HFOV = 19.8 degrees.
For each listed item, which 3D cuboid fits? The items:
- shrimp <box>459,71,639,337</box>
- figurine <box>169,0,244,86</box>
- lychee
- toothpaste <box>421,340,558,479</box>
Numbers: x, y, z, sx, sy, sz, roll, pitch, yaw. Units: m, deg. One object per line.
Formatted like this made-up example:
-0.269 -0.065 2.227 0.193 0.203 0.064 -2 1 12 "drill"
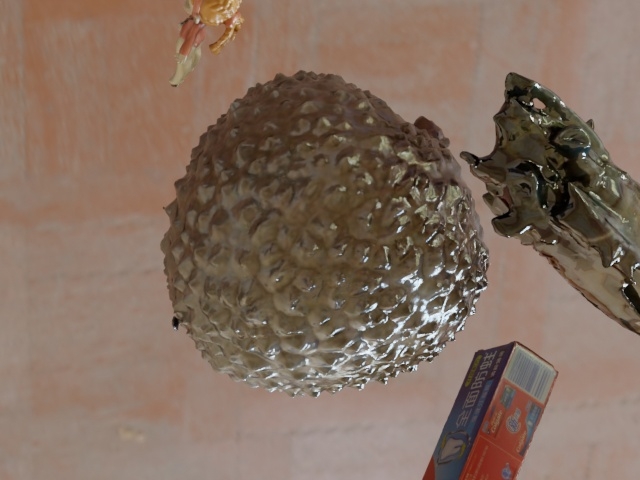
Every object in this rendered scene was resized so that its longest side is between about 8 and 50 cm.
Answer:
0.162 -0.006 1.014 0.289 0.178 0.075 35 96 -29 "shrimp"
-0.088 -0.159 1.391 0.047 0.064 0.109 31 137 2 "figurine"
0.004 0.001 1.567 0.300 0.300 0.300 -7 124 -11 "lychee"
0.140 0.253 1.811 0.066 0.076 0.320 35 64 -18 "toothpaste"
